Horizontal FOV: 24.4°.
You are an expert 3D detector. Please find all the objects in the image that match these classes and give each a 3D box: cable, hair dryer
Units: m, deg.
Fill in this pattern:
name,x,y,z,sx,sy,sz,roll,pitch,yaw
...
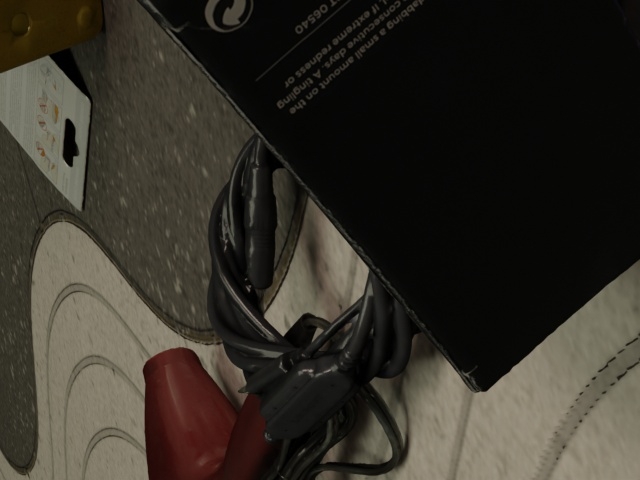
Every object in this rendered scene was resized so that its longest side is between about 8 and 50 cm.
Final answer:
name,x,y,z,sx,sy,sz,roll,pitch,yaw
cable,0.000,0.000,0.679,0.184,0.047,0.150,-53,42,49
hair dryer,-0.029,0.130,0.836,0.293,0.080,0.223,22,108,58

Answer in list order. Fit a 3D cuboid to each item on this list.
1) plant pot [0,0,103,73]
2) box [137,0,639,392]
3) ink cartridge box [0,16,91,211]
name,x,y,z,sx,sy,sz,roll,pitch,yaw
plant pot,-0.267,-0.201,0.990,0.187,0.212,0.212,18,123,37
box,-0.015,-0.101,0.472,0.184,0.103,0.261,52,179,-44
ink cartridge box,-0.225,-0.132,1.190,0.179,0.045,0.145,46,148,20
